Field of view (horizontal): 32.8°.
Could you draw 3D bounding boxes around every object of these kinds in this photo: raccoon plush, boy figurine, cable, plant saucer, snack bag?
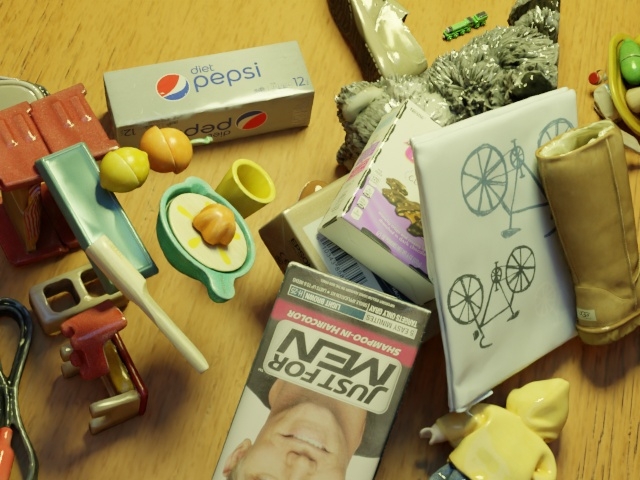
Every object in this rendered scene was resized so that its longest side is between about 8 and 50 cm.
[{"bbox_3d":[0.190,-0.224,1.592,0.299,0.216,0.446,5,35,10],"label":"raccoon plush"},{"bbox_3d":[0.206,0.270,1.326,0.177,0.092,0.285,34,62,13],"label":"boy figurine"},{"bbox_3d":[-0.387,0.198,1.316,0.140,0.072,0.287,15,60,-4],"label":"cable"},{"bbox_3d":[-0.262,-0.031,1.270,0.067,0.018,0.192,-26,74,-24],"label":"plant saucer"},{"bbox_3d":[0.239,0.004,1.352,0.323,0.342,0.037,-23,19,-41],"label":"snack bag"}]

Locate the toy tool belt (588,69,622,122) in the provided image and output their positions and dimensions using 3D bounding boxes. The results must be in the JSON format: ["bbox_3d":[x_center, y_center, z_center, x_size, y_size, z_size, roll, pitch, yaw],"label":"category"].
[{"bbox_3d":[0.443,-0.218,1.657,0.051,0.052,0.083,1,58,-43],"label":"toy tool belt"}]

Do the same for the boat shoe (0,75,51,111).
[{"bbox_3d":[-0.538,-0.184,1.519,0.335,0.095,0.112,3,96,0],"label":"boat shoe"}]

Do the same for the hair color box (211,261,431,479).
[{"bbox_3d":[-0.009,0.215,1.245,0.174,0.105,0.347,19,88,5],"label":"hair color box"}]

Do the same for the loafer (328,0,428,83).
[{"bbox_3d":[0.084,-0.338,1.659,0.092,0.102,0.268,-15,73,-15],"label":"loafer"}]

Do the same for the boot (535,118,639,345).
[{"bbox_3d":[0.394,-0.028,1.408,0.236,0.269,0.089,-30,23,-35],"label":"boot"}]

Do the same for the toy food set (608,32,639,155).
[{"bbox_3d":[0.493,-0.227,1.617,0.128,0.071,0.217,27,55,-33],"label":"toy food set"}]

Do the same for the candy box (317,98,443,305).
[{"bbox_3d":[0.115,-0.048,1.349,0.165,0.070,0.196,36,62,-13],"label":"candy box"}]

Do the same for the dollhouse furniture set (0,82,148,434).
[{"bbox_3d":[-0.289,0.021,1.353,0.152,0.201,0.374,-22,67,-23],"label":"dollhouse furniture set"}]

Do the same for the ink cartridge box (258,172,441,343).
[{"bbox_3d":[0.065,0.034,1.391,0.193,0.088,0.234,-31,87,-31],"label":"ink cartridge box"}]

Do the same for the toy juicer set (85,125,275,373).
[{"bbox_3d":[-0.164,-0.027,1.258,0.209,0.089,0.329,37,35,-18],"label":"toy juicer set"}]

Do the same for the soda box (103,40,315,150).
[{"bbox_3d":[-0.159,-0.201,1.554,0.286,0.091,0.098,-13,64,-12],"label":"soda box"}]

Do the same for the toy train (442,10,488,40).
[{"bbox_3d":[0.228,-0.339,1.711,0.083,0.023,0.017,-26,66,-19],"label":"toy train"}]

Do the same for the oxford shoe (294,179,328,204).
[{"bbox_3d":[0.000,0.000,1.467,0.076,0.076,0.212,1,59,-4],"label":"oxford shoe"}]
